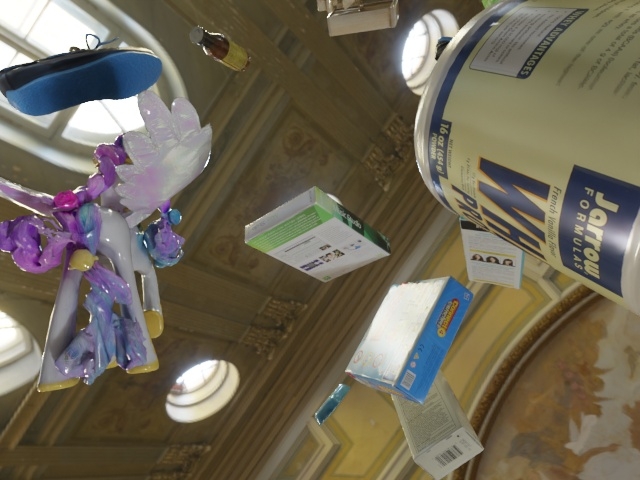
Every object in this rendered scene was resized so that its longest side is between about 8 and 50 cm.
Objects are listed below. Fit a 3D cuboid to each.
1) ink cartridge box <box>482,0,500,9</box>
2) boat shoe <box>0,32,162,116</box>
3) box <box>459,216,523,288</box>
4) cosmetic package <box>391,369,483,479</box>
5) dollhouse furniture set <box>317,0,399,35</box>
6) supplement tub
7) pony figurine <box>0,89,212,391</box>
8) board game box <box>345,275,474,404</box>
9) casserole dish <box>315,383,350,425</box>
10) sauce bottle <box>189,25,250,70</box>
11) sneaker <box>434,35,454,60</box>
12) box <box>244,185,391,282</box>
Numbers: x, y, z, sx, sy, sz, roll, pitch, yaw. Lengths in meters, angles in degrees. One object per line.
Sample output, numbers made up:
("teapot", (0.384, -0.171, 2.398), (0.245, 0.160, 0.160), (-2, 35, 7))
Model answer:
("ink cartridge box", (0.475, -0.583, 0.864), (0.198, 0.273, 0.115), (13, -136, 1))
("boat shoe", (-0.387, -0.286, 0.716), (0.089, 0.258, 0.109), (40, -49, 15))
("box", (0.319, 0.006, 0.796), (0.100, 0.244, 0.060), (9, -115, 26))
("cosmetic package", (0.311, 0.486, 1.245), (0.160, 0.113, 0.309), (-39, -161, 11))
("dollhouse furniture set", (0.089, -0.707, 1.048), (0.174, 0.355, 0.303), (-1, -143, 14))
("supplement tub", (0.264, -0.074, 0.364), (0.235, 0.235, 0.325), (-53, -141, 6))
("pony figurine", (-0.285, -0.010, 0.562), (0.351, 0.303, 0.363), (142, -56, -75))
("board game box", (0.227, 0.256, 1.172), (0.308, 0.086, 0.302), (-57, -170, -18))
("casserole dish", (0.037, 0.514, 1.385), (0.037, 0.188, 0.114), (41, -77, 14))
("sauce bottle", (-0.165, -0.320, 0.727), (0.042, 0.128, 0.042), (1, -87, 20))
("sneaker", (0.395, -0.505, 1.195), (0.188, 0.067, 0.078), (31, -68, 37))
("box", (0.000, 0.000, 1.130), (0.232, 0.322, 0.058), (-26, -127, 30))
